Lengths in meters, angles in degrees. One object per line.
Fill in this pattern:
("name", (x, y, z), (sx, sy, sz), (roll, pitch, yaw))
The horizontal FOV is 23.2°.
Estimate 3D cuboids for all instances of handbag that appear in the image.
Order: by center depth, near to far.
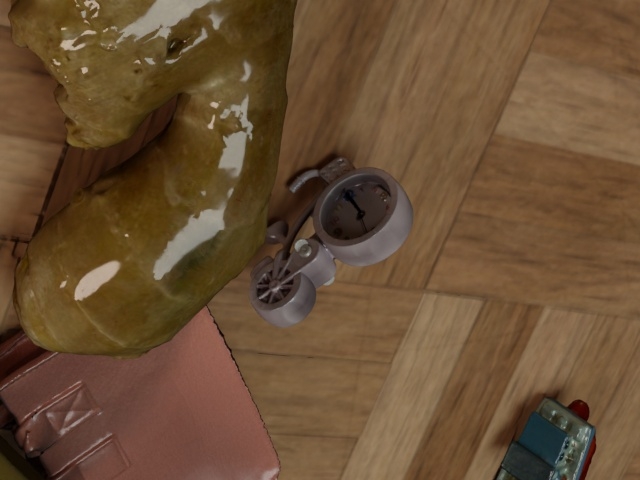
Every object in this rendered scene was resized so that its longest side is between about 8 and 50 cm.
("handbag", (-0.127, 0.124, 1.067), (0.157, 0.059, 0.212), (-34, 130, -14))

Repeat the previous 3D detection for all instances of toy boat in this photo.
("toy boat", (0.178, 0.214, 1.325), (0.059, 0.069, 0.173), (-1, 119, -50))

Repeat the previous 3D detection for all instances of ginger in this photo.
("ginger", (-0.073, -0.126, 0.892), (0.348, 0.122, 0.363), (-28, 115, -7))

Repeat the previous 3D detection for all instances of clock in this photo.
("clock", (0.000, 0.000, 1.057), (0.129, 0.087, 0.041), (-43, 137, -3))

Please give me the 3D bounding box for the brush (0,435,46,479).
("brush", (-0.226, 0.179, 0.965), (0.197, 0.059, 0.123), (45, 91, -3))
